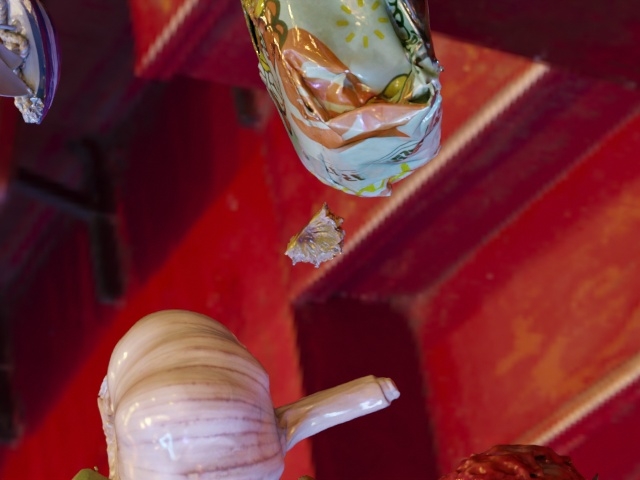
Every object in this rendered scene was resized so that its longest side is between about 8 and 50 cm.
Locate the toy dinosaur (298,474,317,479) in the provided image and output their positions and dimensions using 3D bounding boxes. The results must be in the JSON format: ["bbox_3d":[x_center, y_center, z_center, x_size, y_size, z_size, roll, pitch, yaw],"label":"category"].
[{"bbox_3d":[0.036,0.241,1.111,0.039,0.162,0.126,119,174,-55],"label":"toy dinosaur"}]

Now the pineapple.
[{"bbox_3d":[0.000,0.000,1.549,0.083,0.045,0.019,-44,13,45],"label":"pineapple"}]

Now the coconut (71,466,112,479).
[{"bbox_3d":[-0.121,0.172,0.893,0.081,0.082,0.083,-54,24,7],"label":"coconut"}]

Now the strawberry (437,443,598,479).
[{"bbox_3d":[0.194,0.376,1.880,0.292,0.310,0.291,179,90,-87],"label":"strawberry"}]

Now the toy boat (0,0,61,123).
[{"bbox_3d":[-0.434,-0.258,2.123,0.067,0.291,0.220,-18,83,24],"label":"toy boat"}]

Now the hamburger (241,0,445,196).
[{"bbox_3d":[0.007,-0.149,1.140,0.214,0.125,0.235,124,123,-76],"label":"hamburger"}]

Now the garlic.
[{"bbox_3d":[-0.052,0.139,1.233,0.199,0.226,0.199,171,90,-77],"label":"garlic"}]
